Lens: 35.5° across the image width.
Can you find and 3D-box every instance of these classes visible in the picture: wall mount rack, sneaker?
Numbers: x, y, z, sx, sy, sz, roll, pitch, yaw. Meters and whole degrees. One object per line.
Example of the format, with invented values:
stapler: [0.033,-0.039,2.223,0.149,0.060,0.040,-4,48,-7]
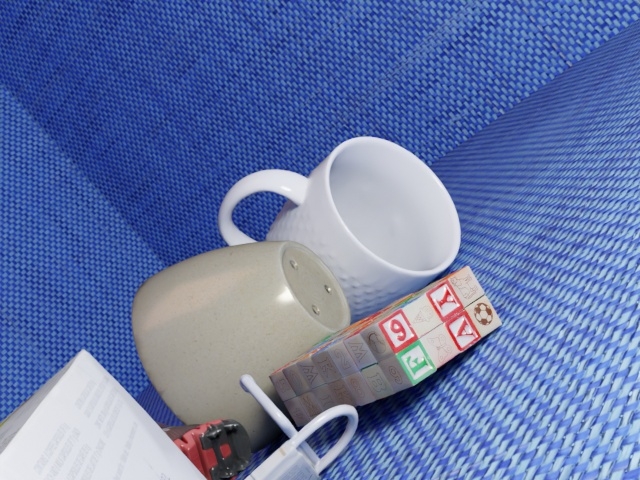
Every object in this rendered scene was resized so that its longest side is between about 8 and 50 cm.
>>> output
wall mount rack: [-0.104,0.320,1.282,0.350,0.130,0.304,-41,-33,-10]
sneaker: [-0.231,0.318,1.376,0.276,0.097,0.135,-11,-3,-45]

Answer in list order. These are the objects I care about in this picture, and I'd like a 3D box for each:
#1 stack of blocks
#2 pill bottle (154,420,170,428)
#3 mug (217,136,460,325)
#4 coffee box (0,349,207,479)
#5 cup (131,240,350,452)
stack of blocks: [0.078,0.147,1.335,0.171,0.087,0.297,-29,-3,-36]
pill bottle: [-0.297,0.409,1.514,0.181,0.181,0.323,-40,6,11]
mug: [0.000,0.000,1.760,0.328,0.374,0.276,-44,28,44]
coffee box: [-0.177,0.323,0.613,0.334,0.338,0.337,-42,5,-2]
cup: [-0.094,0.131,1.572,0.237,0.331,0.331,-36,7,23]
